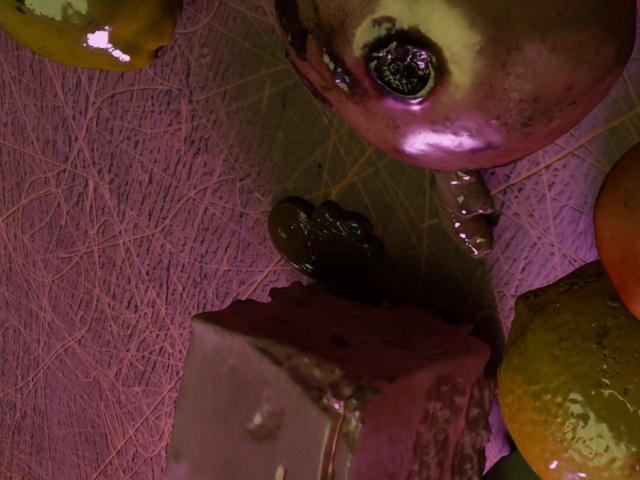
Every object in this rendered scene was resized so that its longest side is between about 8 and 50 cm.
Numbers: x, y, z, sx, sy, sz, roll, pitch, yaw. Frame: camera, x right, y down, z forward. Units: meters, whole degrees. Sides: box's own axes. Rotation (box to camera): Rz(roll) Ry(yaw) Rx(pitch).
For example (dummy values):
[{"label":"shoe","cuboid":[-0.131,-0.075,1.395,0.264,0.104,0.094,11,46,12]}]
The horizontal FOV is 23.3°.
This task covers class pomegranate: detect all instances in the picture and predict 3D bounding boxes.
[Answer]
[{"label":"pomegranate","cuboid":[0.116,-0.215,1.357,0.322,0.322,0.322,27,143,23]},{"label":"pomegranate","cuboid":[0.347,-0.012,1.400,0.209,0.209,0.209,27,143,23]}]

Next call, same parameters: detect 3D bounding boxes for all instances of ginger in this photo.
[{"label":"ginger","cuboid":[0.149,-0.082,1.641,0.089,0.075,0.288,49,159,36]}]

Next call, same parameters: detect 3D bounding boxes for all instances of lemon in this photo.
[{"label":"lemon","cuboid":[0.319,0.159,1.560,0.310,0.258,0.258,52,147,7]}]

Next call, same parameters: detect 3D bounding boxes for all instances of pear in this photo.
[{"label":"pear","cuboid":[-0.272,-0.302,1.718,0.269,0.212,0.212,42,147,-9]}]

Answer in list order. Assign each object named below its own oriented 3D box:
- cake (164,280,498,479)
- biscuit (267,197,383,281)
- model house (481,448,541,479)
[{"label":"cake","cuboid":[0.014,0.214,1.858,0.314,0.307,0.293,20,111,37]},{"label":"biscuit","cuboid":[0.000,0.000,1.924,0.175,0.026,0.124,-5,124,48]},{"label":"model house","cuboid":[0.298,0.380,1.934,0.189,0.195,0.214,34,169,-31]}]
